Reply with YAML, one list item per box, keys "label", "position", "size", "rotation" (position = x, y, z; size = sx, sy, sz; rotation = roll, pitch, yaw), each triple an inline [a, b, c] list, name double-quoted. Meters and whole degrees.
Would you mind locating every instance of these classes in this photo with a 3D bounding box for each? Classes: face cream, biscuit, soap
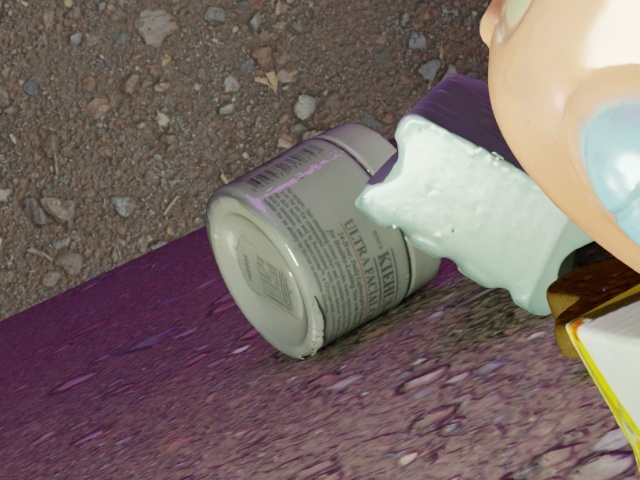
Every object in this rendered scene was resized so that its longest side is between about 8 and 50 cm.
- label: "face cream"
  position: [0.000, 0.000, 1.196]
  size: [0.153, 0.177, 0.177]
  rotation: [-31, 10, -25]
- label: "biscuit"
  position: [0.230, 0.031, 0.787]
  size: [0.180, 0.039, 0.236]
  rotation: [-24, 8, -10]
- label: "soap"
  position: [0.148, -0.053, 1.065]
  size: [0.095, 0.173, 0.289]
  rotation: [-61, -5, 20]

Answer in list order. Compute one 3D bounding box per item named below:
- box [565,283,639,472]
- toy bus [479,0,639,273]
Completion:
- label: "box"
  position: [0.227, 0.049, 0.465]
  size: [0.168, 0.097, 0.265]
  rotation: [-26, 8, -10]
- label: "toy bus"
  position: [0.168, -0.091, 0.380]
  size: [0.287, 0.194, 0.232]
  rotation: [-54, 2, 41]
